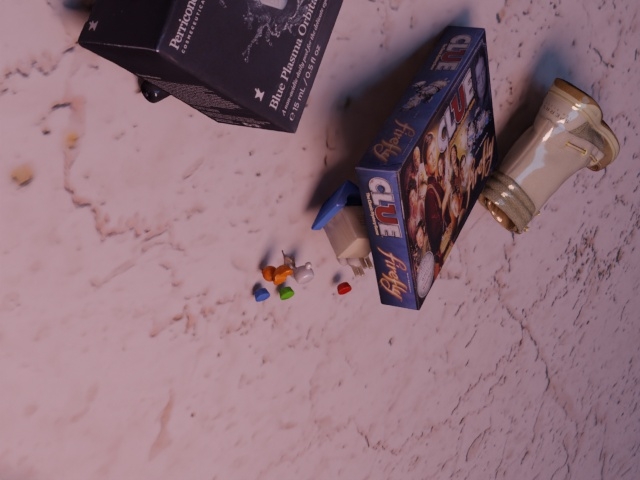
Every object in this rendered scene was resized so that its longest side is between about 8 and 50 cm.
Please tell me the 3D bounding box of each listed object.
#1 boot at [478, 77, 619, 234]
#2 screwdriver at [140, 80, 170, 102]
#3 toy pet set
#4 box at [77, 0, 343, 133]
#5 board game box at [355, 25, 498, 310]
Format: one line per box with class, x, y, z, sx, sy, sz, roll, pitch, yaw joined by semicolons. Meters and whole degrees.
boot;0.260;-0.080;1.238;0.165;0.077;0.213;-54;154;3
screwdriver;-0.078;-0.161;0.880;0.170;0.024;0.025;-40;164;-26
toy pet set;0.000;0.000;1.043;0.122;0.065;0.114;-2;148;-43
box;-0.071;-0.181;0.801;0.158;0.093;0.156;25;82;-49
board game box;0.110;-0.075;1.043;0.243;0.042;0.165;-57;146;-41
